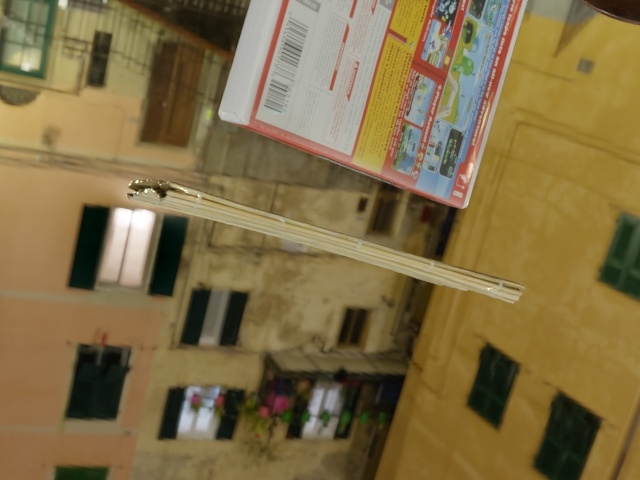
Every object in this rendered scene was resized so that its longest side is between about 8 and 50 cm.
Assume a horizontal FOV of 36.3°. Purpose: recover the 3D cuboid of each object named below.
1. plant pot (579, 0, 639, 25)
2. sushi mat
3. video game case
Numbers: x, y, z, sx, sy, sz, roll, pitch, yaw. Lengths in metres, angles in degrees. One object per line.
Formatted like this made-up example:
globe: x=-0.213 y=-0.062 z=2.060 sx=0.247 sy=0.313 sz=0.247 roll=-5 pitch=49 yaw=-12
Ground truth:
plant pot: x=0.337 y=-0.355 z=0.906 sx=0.215 sy=0.215 sz=0.230 roll=22 pitch=-122 yaw=22
sushi mat: x=0.000 y=0.000 z=0.818 sx=0.316 sy=0.019 sz=0.151 roll=16 pitch=178 yaw=-21
video game case: x=0.056 y=-0.148 z=0.716 sx=0.025 sy=0.204 sz=0.285 roll=17 pitch=-179 yaw=40
